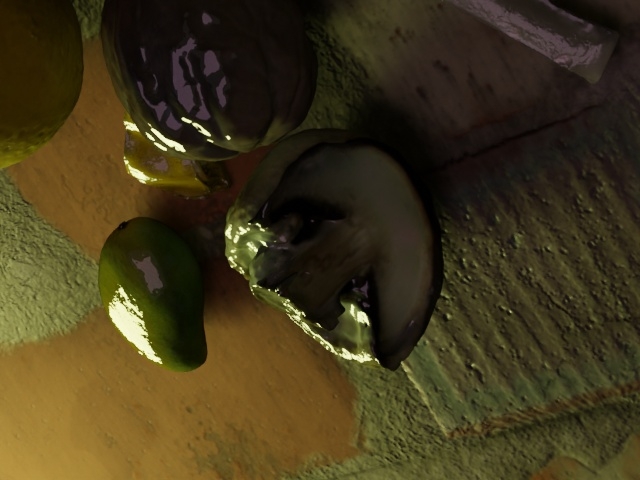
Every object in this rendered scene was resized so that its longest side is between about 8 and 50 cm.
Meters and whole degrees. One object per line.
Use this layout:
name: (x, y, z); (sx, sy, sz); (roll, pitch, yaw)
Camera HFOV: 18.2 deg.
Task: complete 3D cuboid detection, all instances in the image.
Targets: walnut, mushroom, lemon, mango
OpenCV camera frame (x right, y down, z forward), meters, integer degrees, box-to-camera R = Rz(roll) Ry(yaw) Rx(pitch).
walnut: (-0.108, -0.185, 1.924); (0.224, 0.224, 0.224); (13, 126, 18)
mushroom: (0.002, -0.008, 2.000); (0.267, 0.189, 0.164); (38, 169, -39)
lemon: (-0.363, -0.198, 2.004); (0.267, 0.267, 0.267); (13, 126, 18)
mango: (-0.186, 0.061, 2.192); (0.122, 0.085, 0.191); (10, 124, 16)

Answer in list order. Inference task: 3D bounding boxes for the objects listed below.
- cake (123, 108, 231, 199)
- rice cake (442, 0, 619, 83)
cake: (-0.146, -0.114, 2.064); (0.116, 0.080, 0.185); (24, 124, 13)
rice cake: (0.157, -0.230, 1.852); (0.256, 0.052, 0.057); (29, 126, 6)
